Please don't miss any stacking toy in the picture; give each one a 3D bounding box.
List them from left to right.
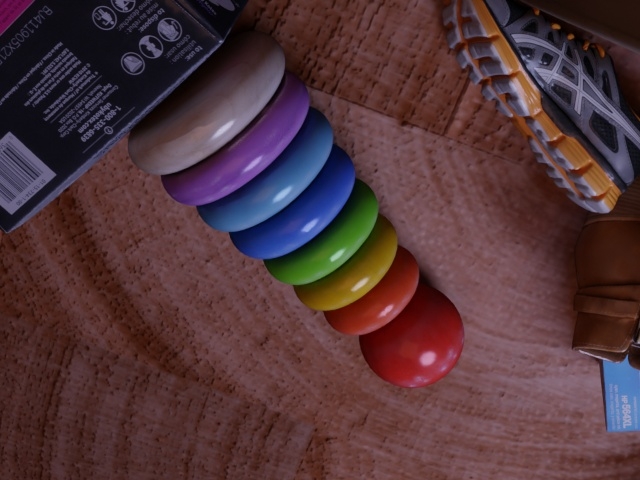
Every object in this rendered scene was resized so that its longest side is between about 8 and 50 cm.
[{"bbox_3d":[0.000,0.000,0.873,0.141,0.141,0.330,-28,117,24],"label":"stacking toy"}]

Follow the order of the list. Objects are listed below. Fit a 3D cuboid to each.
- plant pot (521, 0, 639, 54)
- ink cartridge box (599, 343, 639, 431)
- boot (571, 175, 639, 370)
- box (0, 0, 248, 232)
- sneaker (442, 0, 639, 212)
[{"bbox_3d":[0.307,-0.204,0.611,0.323,0.323,0.280,22,106,-3],"label":"plant pot"},{"bbox_3d":[0.301,0.092,0.887,0.143,0.092,0.090,-4,121,13],"label":"ink cartridge box"},{"bbox_3d":[0.289,0.033,0.820,0.197,0.152,0.073,10,163,15],"label":"boot"},{"bbox_3d":[-0.190,-0.153,0.803,0.247,0.142,0.163,-36,110,28],"label":"box"},{"bbox_3d":[0.168,-0.123,0.801,0.083,0.084,0.215,-40,103,-2],"label":"sneaker"}]
